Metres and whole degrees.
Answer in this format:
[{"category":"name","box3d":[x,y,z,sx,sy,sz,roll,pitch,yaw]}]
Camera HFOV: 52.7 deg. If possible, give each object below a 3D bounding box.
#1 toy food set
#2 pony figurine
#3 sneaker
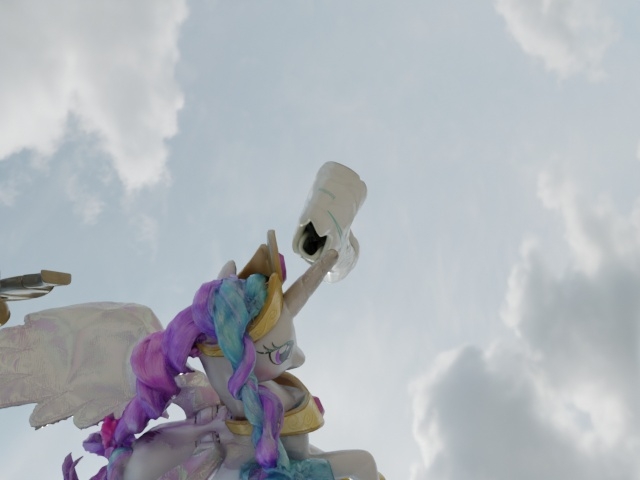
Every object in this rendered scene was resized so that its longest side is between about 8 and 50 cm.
[{"category":"toy food set","box3d":[-0.201,0.035,0.356,0.078,0.122,0.019,11,-112,-45]},{"category":"pony figurine","box3d":[-0.117,0.178,0.538,0.302,0.351,0.363,-111,2,-55]},{"category":"sneaker","box3d":[0.000,0.000,0.537,0.054,0.152,0.061,26,-118,15]}]
